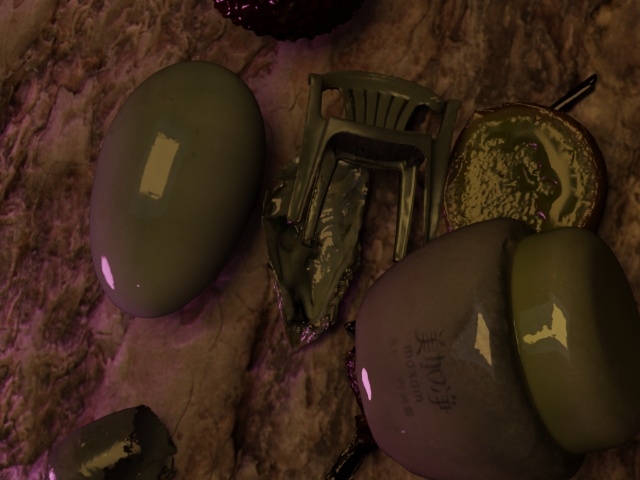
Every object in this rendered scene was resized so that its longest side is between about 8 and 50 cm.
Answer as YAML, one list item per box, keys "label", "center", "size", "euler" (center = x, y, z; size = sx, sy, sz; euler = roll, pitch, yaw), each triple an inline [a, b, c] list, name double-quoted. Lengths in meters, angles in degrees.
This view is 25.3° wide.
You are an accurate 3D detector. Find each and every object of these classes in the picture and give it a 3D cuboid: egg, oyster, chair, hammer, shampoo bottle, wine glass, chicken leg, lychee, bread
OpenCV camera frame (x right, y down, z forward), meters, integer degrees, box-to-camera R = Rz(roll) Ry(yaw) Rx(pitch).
- label: "egg"
  center: [-0.204, -0.071, 1.990]
  size: [0.230, 0.230, 0.371]
  euler: [18, 88, 27]
- label: "oyster"
  center: [0.001, 0.000, 1.960]
  size: [0.199, 0.087, 0.252]
  euler: [-24, 86, -10]
- label: "chair"
  center: [0.067, -0.119, 1.892]
  size: [0.203, 0.190, 0.275]
  euler: [12, 79, -1]
- label: "hammer"
  center: [0.304, -0.162, 1.918]
  size: [0.178, 0.021, 0.065]
  euler: [-36, 64, 7]
- label: "shampoo bottle"
  center: [0.211, 0.137, 1.697]
  size: [0.317, 0.322, 0.322]
  euler: [-14, 69, 28]
- label: "wine glass"
  center: [-0.356, 0.344, 1.982]
  size: [0.321, 0.143, 0.143]
  euler: [-30, 65, 13]
- label: "chicken leg"
  center: [0.062, 0.217, 1.889]
  size: [0.106, 0.051, 0.253]
  euler: [6, 78, 31]
- label: "lychee"
  center: [-0.047, -0.417, 2.013]
  size: [0.304, 0.276, 0.276]
  euler: [8, 76, 50]
- label: "bread"
  center: [0.263, -0.069, 1.859]
  size: [0.236, 0.070, 0.236]
  euler: [-3, 84, 25]
